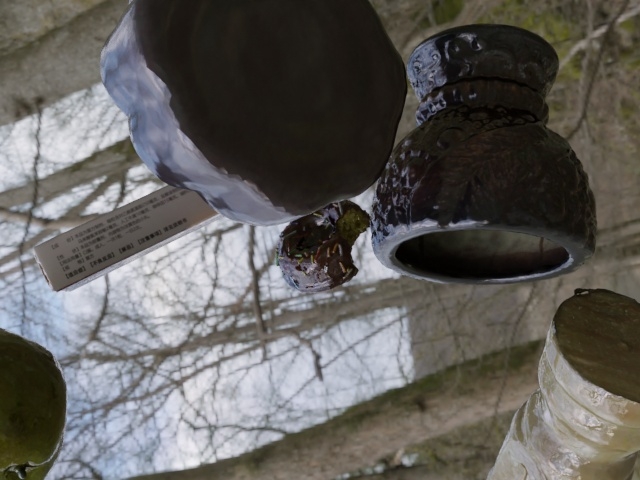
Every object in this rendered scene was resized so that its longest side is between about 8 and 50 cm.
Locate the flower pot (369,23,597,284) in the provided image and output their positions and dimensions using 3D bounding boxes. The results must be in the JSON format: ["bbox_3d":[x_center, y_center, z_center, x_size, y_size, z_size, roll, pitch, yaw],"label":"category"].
[{"bbox_3d":[0.198,-0.103,1.028,0.266,0.266,0.267,42,-132,-64],"label":"flower pot"}]

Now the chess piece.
[{"bbox_3d":[0.222,0.198,0.764,0.137,0.137,0.301,-80,3,-53],"label":"chess piece"}]

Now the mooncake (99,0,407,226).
[{"bbox_3d":[-0.066,-0.163,0.848,0.306,0.154,0.306,5,-101,-29],"label":"mooncake"}]

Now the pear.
[{"bbox_3d":[-0.594,0.310,1.553,0.321,0.269,0.269,57,-177,32],"label":"pear"}]

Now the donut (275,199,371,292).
[{"bbox_3d":[0.000,0.001,1.768,0.096,0.216,0.230,52,-127,-36],"label":"donut"}]

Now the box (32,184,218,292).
[{"bbox_3d":[-0.183,-0.037,1.074,0.069,0.353,0.214,65,167,-2],"label":"box"}]
